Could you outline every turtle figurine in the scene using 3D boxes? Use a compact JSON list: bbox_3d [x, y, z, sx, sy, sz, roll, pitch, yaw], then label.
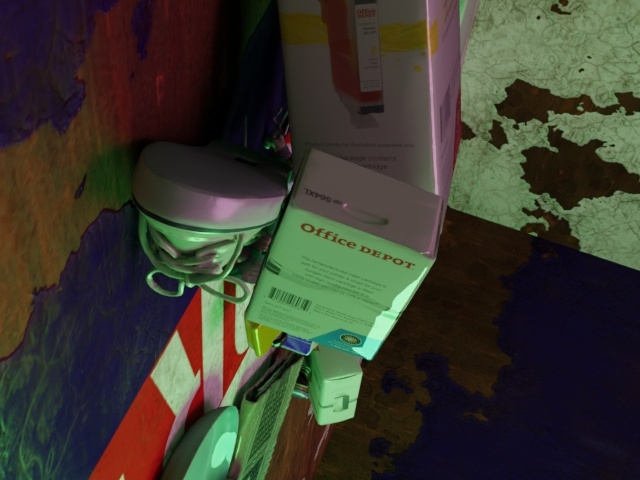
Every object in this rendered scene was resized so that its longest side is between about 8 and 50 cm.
[{"bbox_3d":[-0.054,-0.067,1.255,0.175,0.118,0.234,-40,153,-72],"label":"turtle figurine"}]

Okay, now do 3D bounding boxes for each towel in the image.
[{"bbox_3d":[-0.135,0.377,1.868,0.312,0.056,0.324,-31,141,-71],"label":"towel"}]

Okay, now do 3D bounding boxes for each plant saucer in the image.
[{"bbox_3d":[-0.203,0.390,1.490,0.317,0.043,0.318,20,90,-81],"label":"plant saucer"}]

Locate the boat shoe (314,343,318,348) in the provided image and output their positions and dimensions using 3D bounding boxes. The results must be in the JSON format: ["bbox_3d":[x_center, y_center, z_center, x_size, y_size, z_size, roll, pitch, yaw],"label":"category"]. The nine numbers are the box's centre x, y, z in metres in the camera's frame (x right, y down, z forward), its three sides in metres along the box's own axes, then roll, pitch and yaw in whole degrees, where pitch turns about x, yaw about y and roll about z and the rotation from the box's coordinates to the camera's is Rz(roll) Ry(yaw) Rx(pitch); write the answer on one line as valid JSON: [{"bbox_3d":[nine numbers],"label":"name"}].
[{"bbox_3d":[-0.017,0.152,2.056,0.060,0.064,0.178,60,40,-36],"label":"boat shoe"}]

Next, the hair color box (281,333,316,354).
[{"bbox_3d":[0.000,0.000,1.691,0.185,0.110,0.339,-50,155,-63],"label":"hair color box"}]

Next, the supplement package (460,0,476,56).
[{"bbox_3d":[0.144,-0.328,1.648,0.175,0.177,0.293,-61,167,-48],"label":"supplement package"}]

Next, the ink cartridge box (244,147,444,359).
[{"bbox_3d":[0.021,0.020,1.019,0.203,0.148,0.086,116,-7,-50],"label":"ink cartridge box"}]

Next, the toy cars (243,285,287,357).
[{"bbox_3d":[-0.009,-0.024,1.401,0.394,0.087,0.176,-62,157,9],"label":"toy cars"}]

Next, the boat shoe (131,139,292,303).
[{"bbox_3d":[-0.117,-0.010,0.990,0.367,0.135,0.157,-73,-176,-81],"label":"boat shoe"}]

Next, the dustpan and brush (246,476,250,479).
[{"bbox_3d":[-0.178,0.494,1.668,0.147,0.060,0.211,102,6,-70],"label":"dustpan and brush"}]

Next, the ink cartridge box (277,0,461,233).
[{"bbox_3d":[0.063,-0.237,1.084,0.279,0.160,0.385,-64,153,-59],"label":"ink cartridge box"}]

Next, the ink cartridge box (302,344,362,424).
[{"bbox_3d":[0.022,0.286,2.210,0.218,0.092,0.159,99,-22,-54],"label":"ink cartridge box"}]

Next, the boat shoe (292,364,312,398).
[{"bbox_3d":[-0.051,0.295,2.126,0.183,0.066,0.066,115,-10,-86],"label":"boat shoe"}]
